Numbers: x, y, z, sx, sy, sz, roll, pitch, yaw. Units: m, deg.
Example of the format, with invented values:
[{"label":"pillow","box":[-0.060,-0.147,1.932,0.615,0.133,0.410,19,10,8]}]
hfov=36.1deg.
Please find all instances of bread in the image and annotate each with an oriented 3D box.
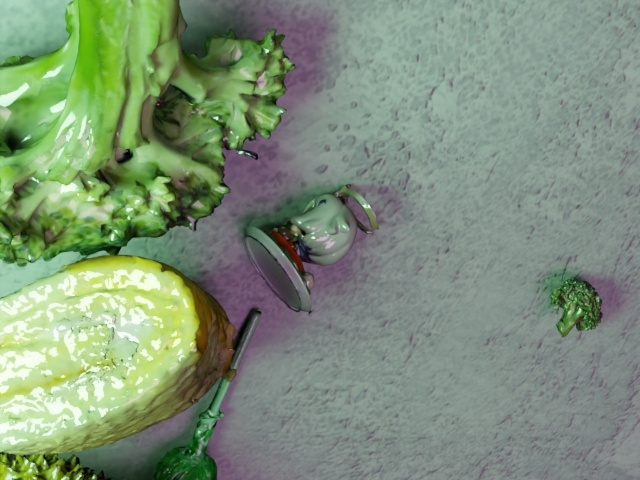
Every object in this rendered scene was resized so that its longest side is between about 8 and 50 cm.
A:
[{"label":"bread","box":[-0.210,0.123,1.050,0.236,0.165,0.375,-23,172,-5]}]

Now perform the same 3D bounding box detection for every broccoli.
[{"label":"broccoli","box":[-0.220,-0.140,0.874,0.353,0.274,0.397,-59,171,-13]},{"label":"broccoli","box":[0.382,0.104,1.479,0.095,0.097,0.092,40,88,1]}]

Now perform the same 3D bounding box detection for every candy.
[{"label":"candy","box":[-0.147,0.235,1.333,0.097,0.097,0.323,15,106,-32]}]

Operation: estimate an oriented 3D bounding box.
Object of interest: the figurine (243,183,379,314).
[{"label":"figurine","box":[0.000,0.000,1.220,0.153,0.132,0.132,-36,130,-17]}]

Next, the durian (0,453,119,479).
[{"label":"durian","box":[-0.307,0.356,1.048,0.293,0.258,0.258,24,115,8]}]

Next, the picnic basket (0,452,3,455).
[{"label":"picnic basket","box":[-0.507,0.311,1.164,0.266,0.139,0.165,-17,127,-14]}]
